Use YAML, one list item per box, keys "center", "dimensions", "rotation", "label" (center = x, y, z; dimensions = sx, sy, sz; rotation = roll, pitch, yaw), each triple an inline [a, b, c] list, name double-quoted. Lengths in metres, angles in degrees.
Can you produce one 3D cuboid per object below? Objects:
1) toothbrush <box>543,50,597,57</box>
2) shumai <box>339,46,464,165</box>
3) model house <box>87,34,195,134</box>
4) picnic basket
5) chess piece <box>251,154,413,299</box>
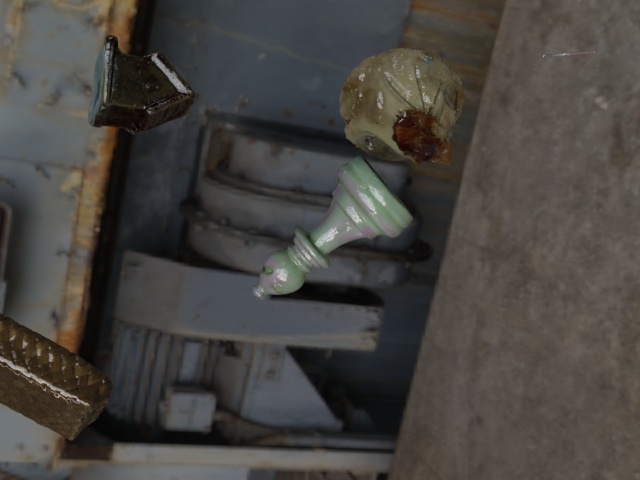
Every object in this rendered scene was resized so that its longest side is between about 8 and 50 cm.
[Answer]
- center: [0.437, -0.326, 1.621]
  dimensions: [0.008, 0.097, 0.006]
  rotation: [-108, 14, -66]
  label: "toothbrush"
- center: [0.126, -0.192, 1.428]
  dimensions: [0.120, 0.201, 0.201]
  rotation: [-85, 13, -61]
  label: "shumai"
- center: [-0.280, -0.226, 1.449]
  dimensions: [0.165, 0.152, 0.106]
  rotation: [147, 129, -64]
  label: "model house"
- center: [-0.341, 0.158, 1.075]
  dimensions: [0.110, 0.193, 0.055]
  rotation: [-52, 13, 40]
  label: "picnic basket"
- center: [0.000, 0.000, 1.440]
  dimensions: [0.272, 0.139, 0.139]
  rotation: [-39, 34, 5]
  label: "chess piece"
